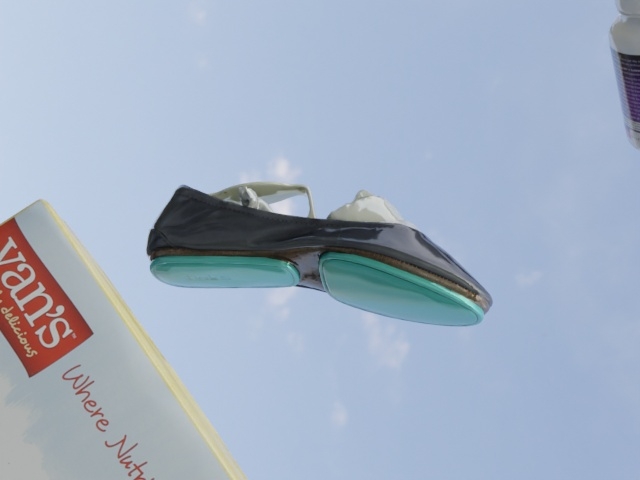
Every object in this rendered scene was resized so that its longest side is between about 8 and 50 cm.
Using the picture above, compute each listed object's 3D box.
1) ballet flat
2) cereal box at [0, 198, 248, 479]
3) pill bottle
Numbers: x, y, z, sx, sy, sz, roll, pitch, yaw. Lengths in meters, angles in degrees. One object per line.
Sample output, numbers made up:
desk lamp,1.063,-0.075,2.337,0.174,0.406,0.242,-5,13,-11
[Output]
ballet flat,0.000,0.000,0.561,0.203,0.074,0.074,7,-75,10
cereal box,-0.138,0.121,0.302,0.173,0.240,0.047,53,-11,17
pill bottle,0.378,-0.201,1.070,0.108,0.108,0.193,11,-46,42
